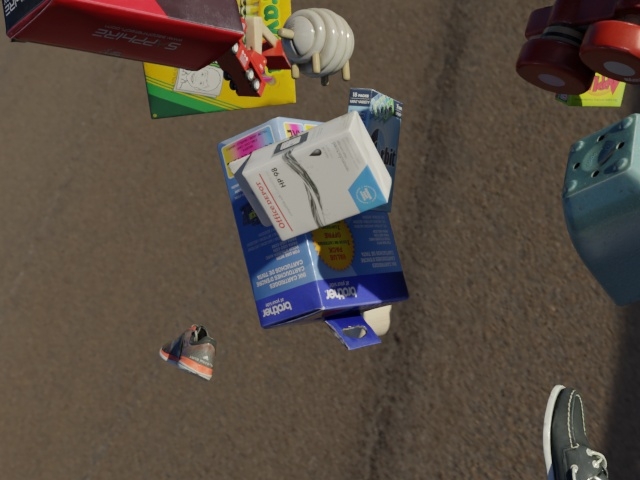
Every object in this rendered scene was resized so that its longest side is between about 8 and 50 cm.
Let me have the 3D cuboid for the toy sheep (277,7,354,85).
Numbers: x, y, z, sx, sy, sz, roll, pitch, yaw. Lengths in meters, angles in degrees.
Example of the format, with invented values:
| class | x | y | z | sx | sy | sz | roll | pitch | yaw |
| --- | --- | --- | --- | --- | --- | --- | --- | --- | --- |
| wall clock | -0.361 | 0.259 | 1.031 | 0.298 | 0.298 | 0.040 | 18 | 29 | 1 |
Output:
| class | x | y | z | sx | sy | sz | roll | pitch | yaw |
| --- | --- | --- | --- | --- | --- | --- | --- | --- | --- |
| toy sheep | -0.005 | -0.236 | 1.136 | 0.091 | 0.132 | 0.091 | -1 | 89 | 33 |

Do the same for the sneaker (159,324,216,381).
| class | x | y | z | sx | sy | sz | roll | pitch | yaw |
| --- | --- | --- | --- | --- | --- | --- | --- | --- | --- |
| sneaker | -0.169 | 0.145 | 1.274 | 0.158 | 0.061 | 0.065 | 7 | 72 | 65 |

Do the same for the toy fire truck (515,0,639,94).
| class | x | y | z | sx | sy | sz | roll | pitch | yaw |
| --- | --- | --- | --- | --- | --- | --- | --- | --- | --- |
| toy fire truck | 0.413 | -0.251 | 1.193 | 0.302 | 0.253 | 0.170 | 6 | 74 | 66 |

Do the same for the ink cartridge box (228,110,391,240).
| class | x | y | z | sx | sy | sz | roll | pitch | yaw |
| --- | --- | --- | --- | --- | --- | --- | --- | --- | --- |
| ink cartridge box | -0.018 | -0.069 | 1.123 | 0.180 | 0.104 | 0.060 | -20 | 26 | 21 |

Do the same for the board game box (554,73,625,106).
| class | x | y | z | sx | sy | sz | roll | pitch | yaw |
| --- | --- | --- | --- | --- | --- | --- | --- | --- | --- |
| board game box | 0.413 | -0.291 | 1.393 | 0.043 | 0.092 | 0.181 | -130 | 41 | -59 |

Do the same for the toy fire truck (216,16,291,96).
| class | x | y | z | sx | sy | sz | roll | pitch | yaw |
| --- | --- | --- | --- | --- | --- | --- | --- | --- | --- |
| toy fire truck | -0.107 | -0.300 | 1.473 | 0.047 | 0.192 | 0.135 | 5 | 62 | 24 |

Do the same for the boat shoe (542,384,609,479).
| class | x | y | z | sx | sy | sz | roll | pitch | yaw |
| --- | --- | --- | --- | --- | --- | --- | --- | --- | --- |
| boat shoe | 0.392 | 0.367 | 1.422 | 0.091 | 0.114 | 0.303 | -9 | 68 | 34 |

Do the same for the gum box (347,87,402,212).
| class | x | y | z | sx | sy | sz | roll | pitch | yaw |
| --- | --- | --- | --- | --- | --- | --- | --- | --- | --- |
| gum box | 0.082 | -0.140 | 1.512 | 0.041 | 0.157 | 0.185 | 7 | 92 | 23 |

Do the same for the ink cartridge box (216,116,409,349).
| class | x | y | z | sx | sy | sz | roll | pitch | yaw |
| --- | --- | --- | --- | --- | --- | --- | --- | --- | --- |
| ink cartridge box | 0.000 | 0.000 | 1.656 | 0.151 | 0.270 | 0.396 | -19 | 81 | 37 |

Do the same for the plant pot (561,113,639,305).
| class | x | y | z | sx | sy | sz | roll | pitch | yaw |
| --- | --- | --- | --- | --- | --- | --- | --- | --- | --- |
| plant pot | 0.568 | -0.077 | 1.687 | 0.247 | 0.252 | 0.248 | -28 | 31 | 45 |

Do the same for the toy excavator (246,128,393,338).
| class | x | y | z | sx | sy | sz | roll | pitch | yaw |
| --- | --- | --- | --- | --- | --- | --- | --- | --- | --- |
| toy excavator | 0.014 | -0.028 | 2.165 | 0.433 | 0.222 | 0.446 | 17 | 112 | 54 |

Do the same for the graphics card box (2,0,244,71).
| class | x | y | z | sx | sy | sz | roll | pitch | yaw |
| --- | --- | --- | --- | --- | --- | --- | --- | --- | --- |
| graphics card box | -0.219 | -0.370 | 0.947 | 0.094 | 0.232 | 0.371 | -23 | 75 | 41 |

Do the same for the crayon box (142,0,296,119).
| class | x | y | z | sx | sy | sz | roll | pitch | yaw |
| --- | --- | --- | --- | --- | --- | --- | --- | --- | --- |
| crayon box | -0.219 | -0.446 | 1.949 | 0.312 | 0.363 | 0.106 | -7 | 37 | -7 |
